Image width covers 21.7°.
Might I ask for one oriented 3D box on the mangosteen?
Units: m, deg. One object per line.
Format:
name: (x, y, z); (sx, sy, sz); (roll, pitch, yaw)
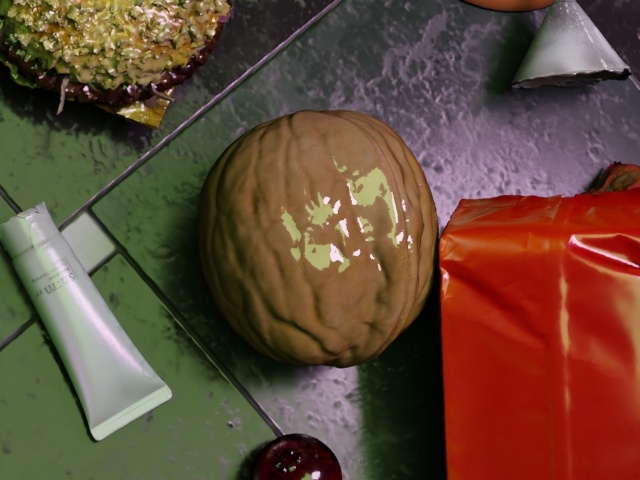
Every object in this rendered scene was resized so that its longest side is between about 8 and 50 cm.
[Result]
mangosteen: (-0.020, 0.207, 1.442); (0.081, 0.081, 0.081); (3, 79, -13)

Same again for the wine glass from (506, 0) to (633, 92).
wine glass: (0.222, -0.234, 1.549); (0.122, 0.122, 0.183); (-7, 90, -15)

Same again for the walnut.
walnut: (0.000, 0.000, 1.417); (0.228, 0.228, 0.228); (3, 79, -13)

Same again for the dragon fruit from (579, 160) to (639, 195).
dragon fruit: (0.315, 0.076, 1.520); (0.262, 0.134, 0.211); (45, 82, -3)

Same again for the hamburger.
hamburger: (-0.193, -0.226, 1.444); (0.243, 0.138, 0.262); (21, 74, -10)

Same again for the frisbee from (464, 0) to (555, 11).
frisbee: (0.178, -0.344, 1.622); (0.250, 0.021, 0.251); (2, 80, -14)

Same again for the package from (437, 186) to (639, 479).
package: (0.205, 0.164, 1.416); (0.195, 0.123, 0.424); (0, 91, 16)

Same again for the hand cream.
hand cream: (-0.210, 0.066, 1.434); (0.078, 0.050, 0.205); (-31, 92, -17)
